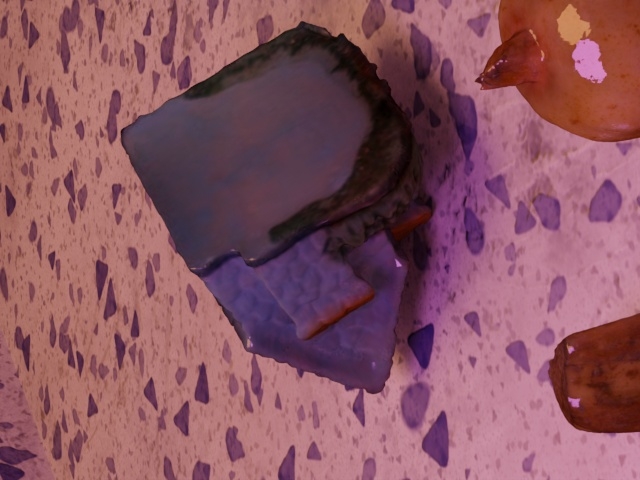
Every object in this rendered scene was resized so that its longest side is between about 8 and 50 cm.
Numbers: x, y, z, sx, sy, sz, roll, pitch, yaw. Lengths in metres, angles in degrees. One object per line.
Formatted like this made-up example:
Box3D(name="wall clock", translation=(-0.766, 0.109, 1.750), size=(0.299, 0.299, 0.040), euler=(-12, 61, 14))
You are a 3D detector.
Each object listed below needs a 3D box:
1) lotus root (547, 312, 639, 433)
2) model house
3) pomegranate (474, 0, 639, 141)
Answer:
Box3D(name="lotus root", translation=(0.281, 0.130, 1.632), size=(0.159, 0.135, 0.095), euler=(105, 151, -57))
Box3D(name="model house", translation=(0.000, 0.000, 2.065), size=(0.360, 0.297, 0.339), euler=(54, 174, 50))
Box3D(name="pomegranate", translation=(0.257, -0.191, 1.566), size=(0.207, 0.207, 0.207), euler=(7, 98, 64))
